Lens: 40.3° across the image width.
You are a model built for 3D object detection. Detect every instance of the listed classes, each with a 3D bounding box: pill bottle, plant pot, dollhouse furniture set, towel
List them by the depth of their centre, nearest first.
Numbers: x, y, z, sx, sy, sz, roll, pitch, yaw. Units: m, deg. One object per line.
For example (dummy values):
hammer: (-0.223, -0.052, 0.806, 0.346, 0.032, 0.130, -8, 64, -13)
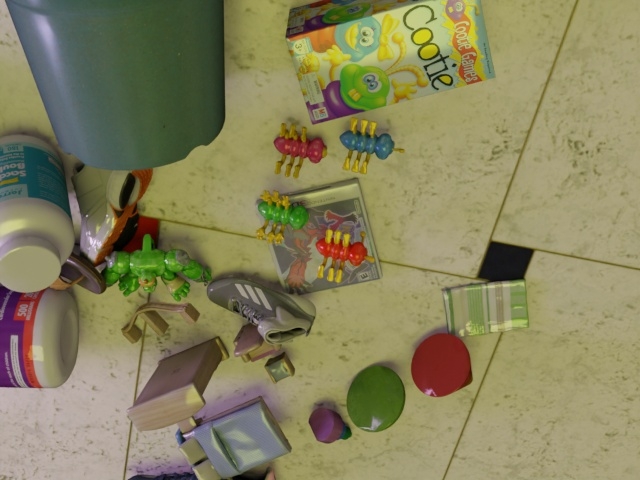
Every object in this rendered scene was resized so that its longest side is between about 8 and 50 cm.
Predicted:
plant pot: (-0.271, -0.299, 1.206, 0.341, 0.341, 0.334, -2, 128, 2)
pill bottle: (-0.465, -0.040, 1.366, 0.146, 0.264, 0.146, -12, 133, -14)
pill bottle: (-0.608, 0.170, 1.555, 0.323, 0.181, 0.181, 1, 121, 0)
towel: (0.306, 0.128, 1.608, 0.152, 0.023, 0.113, -9, 121, 6)
dollhouse furniture set: (-0.156, 0.349, 1.609, 0.286, 0.198, 0.303, -23, 105, 14)

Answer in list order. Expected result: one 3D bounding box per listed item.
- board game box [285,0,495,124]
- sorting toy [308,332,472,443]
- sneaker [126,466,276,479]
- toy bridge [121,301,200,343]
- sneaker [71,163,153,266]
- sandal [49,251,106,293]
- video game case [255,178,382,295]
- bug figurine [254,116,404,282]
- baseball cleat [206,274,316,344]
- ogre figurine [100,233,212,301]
board game box: (0.102, -0.292, 1.292, 0.275, 0.142, 0.144, -14, 120, 9)
sorting toy: (0.154, 0.307, 1.689, 0.365, 0.127, 0.126, -32, 143, 22)
sneaker: (-0.245, 0.501, 1.805, 0.319, 0.112, 0.131, 10, 103, -8)
toy bridge: (-0.304, 0.143, 1.588, 0.188, 0.026, 0.063, -20, 120, 37)
sneaker: (-0.372, -0.066, 1.478, 0.121, 0.099, 0.262, 37, 127, 11)
sandal: (-0.469, 0.047, 1.507, 0.219, 0.060, 0.090, 25, 150, 6)
video game case: (0.000, 0.000, 1.537, 0.183, 0.023, 0.201, -12, 120, 8)
bug figurine: (0.009, -0.082, 1.439, 0.216, 0.072, 0.279, 16, 111, 7)
baseball cleat: (-0.113, 0.124, 1.544, 0.206, 0.109, 0.072, 9, 130, 9)
ogre figurine: (-0.298, 0.050, 1.523, 0.197, 0.097, 0.118, 15, 156, 6)
